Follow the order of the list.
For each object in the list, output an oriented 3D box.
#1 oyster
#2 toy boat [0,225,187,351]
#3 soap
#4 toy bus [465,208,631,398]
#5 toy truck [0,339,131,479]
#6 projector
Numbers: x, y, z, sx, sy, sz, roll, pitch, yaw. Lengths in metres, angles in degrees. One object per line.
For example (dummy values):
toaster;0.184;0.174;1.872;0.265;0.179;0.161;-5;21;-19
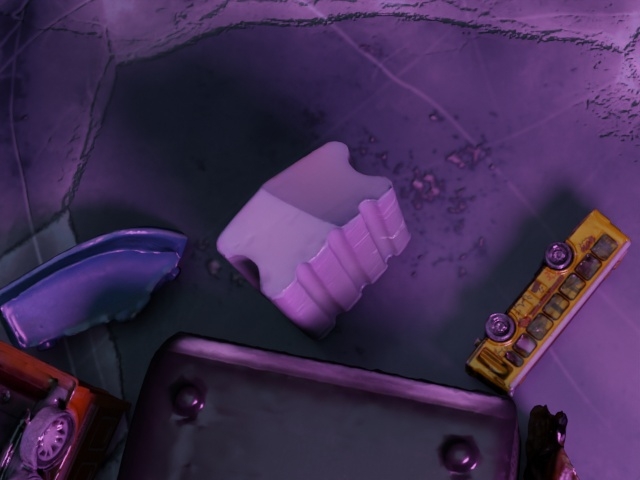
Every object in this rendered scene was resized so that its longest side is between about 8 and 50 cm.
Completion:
oyster;0.259;0.339;1.262;0.096;0.221;0.361;-20;71;16
toy boat;-0.266;0.046;1.507;0.238;0.098;0.109;-23;110;-7
soap;0.000;0.000;1.362;0.095;0.289;0.173;40;86;15
toy bus;0.249;0.070;1.413;0.074;0.081;0.226;39;82;12
toy truck;-0.366;0.310;1.390;0.173;0.207;0.387;22;85;23
projector;-0.012;0.332;1.302;0.395;0.242;0.405;10;79;11
